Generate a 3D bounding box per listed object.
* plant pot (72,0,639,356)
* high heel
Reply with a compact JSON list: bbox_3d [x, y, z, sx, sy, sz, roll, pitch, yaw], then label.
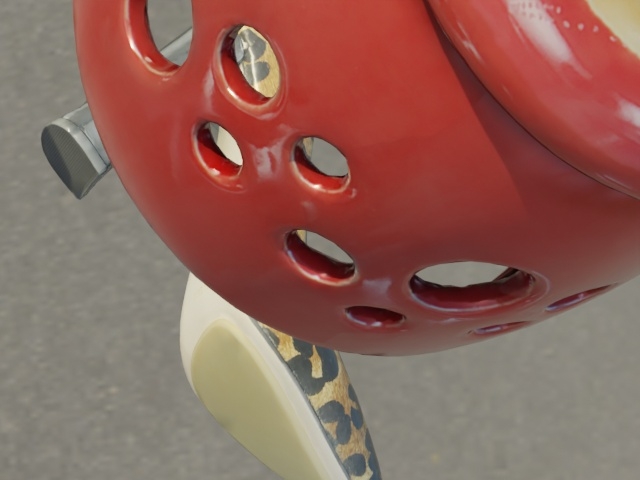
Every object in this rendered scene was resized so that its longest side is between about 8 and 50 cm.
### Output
[{"bbox_3d":[0.053,-0.072,0.540,0.191,0.174,0.191,8,76,-31],"label":"plant pot"},{"bbox_3d":[0.000,0.000,1.016,0.186,0.093,0.261,-38,98,-34],"label":"high heel"}]
